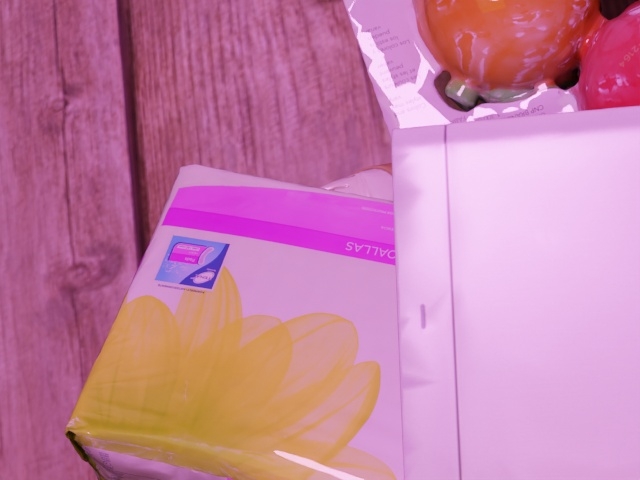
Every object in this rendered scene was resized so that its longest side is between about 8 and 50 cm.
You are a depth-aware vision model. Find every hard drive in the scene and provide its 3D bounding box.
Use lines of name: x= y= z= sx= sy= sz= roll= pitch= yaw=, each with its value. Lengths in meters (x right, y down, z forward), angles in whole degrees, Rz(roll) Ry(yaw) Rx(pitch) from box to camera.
hard drive: x=0.219 y=0.036 z=1.066 sx=0.353 sy=0.047 sz=0.233 roll=-4 pitch=77 yaw=12

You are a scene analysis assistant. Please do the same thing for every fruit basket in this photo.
fruit basket: x=0.193 y=-0.131 z=1.200 sx=0.327 sy=0.165 sz=0.353 roll=-20 pitch=77 yaw=2

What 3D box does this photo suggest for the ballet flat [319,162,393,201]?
ballet flat: x=0.000 y=0.000 z=1.357 sx=0.232 sy=0.073 sz=0.080 roll=-30 pitch=55 yaw=23

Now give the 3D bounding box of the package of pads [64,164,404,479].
package of pads: x=0.008 y=0.085 z=1.218 sx=0.296 sy=0.101 sz=0.229 roll=10 pitch=59 yaw=20
